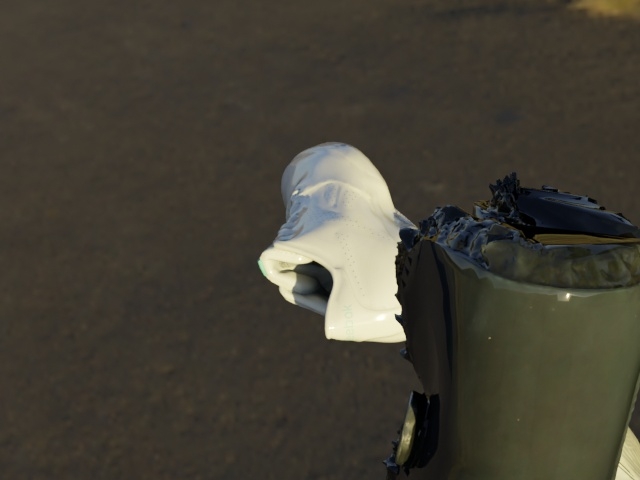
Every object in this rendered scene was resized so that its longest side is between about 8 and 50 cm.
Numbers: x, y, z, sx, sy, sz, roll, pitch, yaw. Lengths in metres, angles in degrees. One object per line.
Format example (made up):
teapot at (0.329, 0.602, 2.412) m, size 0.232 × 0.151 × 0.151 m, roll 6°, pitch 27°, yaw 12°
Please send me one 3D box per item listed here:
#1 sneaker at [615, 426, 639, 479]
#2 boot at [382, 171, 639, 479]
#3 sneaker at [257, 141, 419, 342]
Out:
sneaker at (0.254, 0.233, 1.313) m, size 0.085 × 0.086 × 0.237 m, roll 20°, pitch 27°, yaw -41°
boot at (0.046, 0.099, 0.515) m, size 0.094 × 0.207 × 0.246 m, roll 11°, pitch 18°, yaw 8°
sneaker at (0.000, 0.000, 1.045) m, size 0.094 × 0.080 × 0.212 m, roll -13°, pitch 27°, yaw -17°
